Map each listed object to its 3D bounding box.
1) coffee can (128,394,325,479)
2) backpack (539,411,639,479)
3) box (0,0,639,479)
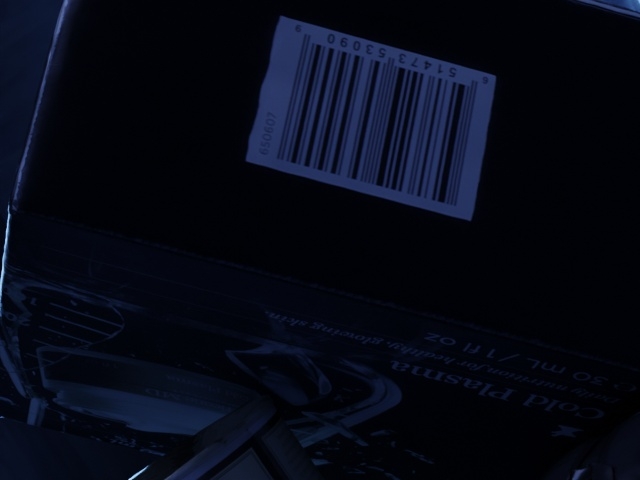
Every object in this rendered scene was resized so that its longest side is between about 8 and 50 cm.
[{"bbox_3d":[-0.042,0.282,1.278,0.201,0.275,0.201,-34,1,1],"label":"coffee can"},{"bbox_3d":[0.216,0.187,1.118,0.166,0.144,0.188,-26,-6,25],"label":"backpack"},{"bbox_3d":[0.000,0.000,1.401,0.472,0.480,0.297,119,164,-66],"label":"box"}]
